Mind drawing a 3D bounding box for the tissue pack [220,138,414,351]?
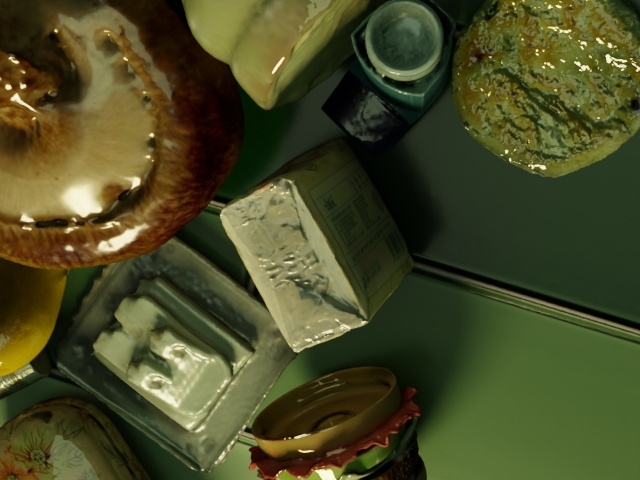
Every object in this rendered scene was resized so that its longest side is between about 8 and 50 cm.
[{"bbox_3d":[0.000,0.000,1.389,0.092,0.196,0.148,-27,95,19],"label":"tissue pack"}]

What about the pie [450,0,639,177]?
[{"bbox_3d":[0.207,-0.149,1.384,0.187,0.041,0.187,3,104,14],"label":"pie"}]

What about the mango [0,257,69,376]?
[{"bbox_3d":[-0.303,0.061,1.531,0.103,0.076,0.161,25,77,30],"label":"mango"}]

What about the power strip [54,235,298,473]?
[{"bbox_3d":[-0.148,0.111,1.524,0.213,0.064,0.198,34,110,4],"label":"power strip"}]

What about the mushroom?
[{"bbox_3d":[-0.254,-0.128,1.392,0.345,0.259,0.345,5,106,18],"label":"mushroom"}]

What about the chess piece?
[{"bbox_3d":[-0.111,-0.344,1.332,0.442,0.234,0.234,46,109,8],"label":"chess piece"}]

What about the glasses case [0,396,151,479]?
[{"bbox_3d":[-0.193,0.355,1.573,0.156,0.098,0.425,-31,94,23],"label":"glasses case"}]

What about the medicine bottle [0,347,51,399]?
[{"bbox_3d":[-0.321,0.135,1.582,0.083,0.047,0.047,-27,95,19],"label":"medicine bottle"}]

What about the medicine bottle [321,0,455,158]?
[{"bbox_3d":[0.063,-0.145,1.326,0.079,0.258,0.124,43,90,3],"label":"medicine bottle"}]

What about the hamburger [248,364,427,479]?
[{"bbox_3d":[0.023,0.209,1.454,0.175,0.175,0.137,-15,105,17],"label":"hamburger"}]
